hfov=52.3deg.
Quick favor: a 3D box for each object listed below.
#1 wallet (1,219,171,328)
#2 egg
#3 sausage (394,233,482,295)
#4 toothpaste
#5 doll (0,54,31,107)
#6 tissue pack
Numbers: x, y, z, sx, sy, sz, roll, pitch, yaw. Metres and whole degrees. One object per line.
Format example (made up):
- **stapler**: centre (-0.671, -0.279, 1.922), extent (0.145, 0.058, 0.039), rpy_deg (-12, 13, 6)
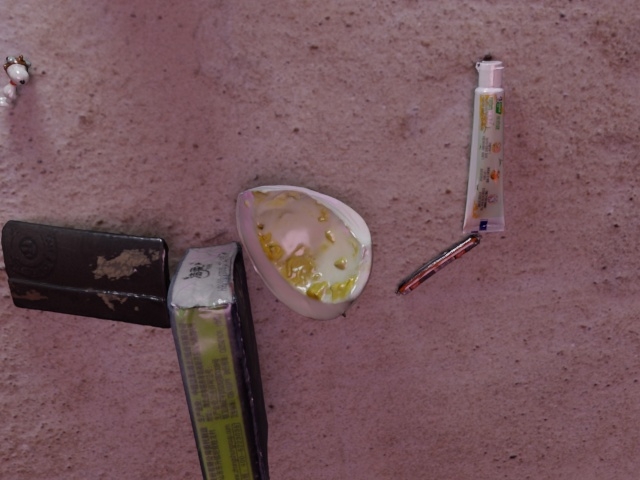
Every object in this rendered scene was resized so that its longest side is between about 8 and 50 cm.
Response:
- **wallet**: centre (-0.409, 0.062, 1.141), extent (0.321, 0.044, 0.170), rpy_deg (7, 110, 15)
- **egg**: centre (-0.010, 0.006, 1.148), extent (0.271, 0.162, 0.206), rpy_deg (45, 144, 12)
- **sausage**: centre (0.225, 0.047, 1.250), extent (0.198, 0.025, 0.028), rpy_deg (-36, 123, 8)
- **toothpaste**: centre (0.302, -0.160, 1.175), extent (0.056, 0.058, 0.314), rpy_deg (-25, 121, -43)
- **doll**: centre (-0.507, -0.262, 1.079), extent (0.040, 0.058, 0.085), rpy_deg (5, 146, -43)
- **tissue pack**: centre (-0.170, 0.232, 1.141), extent (0.124, 0.288, 0.394), rpy_deg (-8, 109, -5)
